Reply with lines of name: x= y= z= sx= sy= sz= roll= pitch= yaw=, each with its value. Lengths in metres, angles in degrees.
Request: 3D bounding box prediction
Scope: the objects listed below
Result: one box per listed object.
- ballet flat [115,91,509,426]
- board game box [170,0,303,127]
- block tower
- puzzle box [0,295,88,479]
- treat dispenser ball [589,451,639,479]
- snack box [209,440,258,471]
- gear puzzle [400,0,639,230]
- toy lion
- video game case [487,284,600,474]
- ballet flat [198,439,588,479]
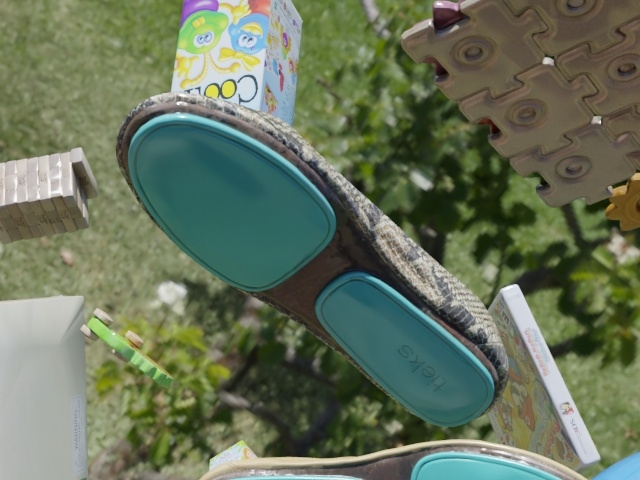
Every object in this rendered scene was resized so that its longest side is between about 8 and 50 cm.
ballet flat: x=0.000 y=0.000 z=1.203 sx=0.483 sy=0.164 sz=0.182 roll=39 pitch=27 yaw=-24
board game box: x=-0.123 y=-0.227 z=1.777 sx=0.144 sy=0.142 sz=0.275 roll=52 pitch=39 yaw=-62
block tower: x=-0.511 y=-0.049 z=1.852 sx=0.335 sy=0.091 sz=0.097 roll=-12 pitch=53 yaw=0
puzzle box: x=-0.362 y=0.275 z=1.504 sx=0.052 sy=0.408 sz=0.272 roll=-2 pitch=-1 yaw=12
treat dispenser ball: x=0.272 y=0.277 z=0.813 sx=0.288 sy=0.288 sz=0.288 roll=24 pitch=32 yaw=-16
snack box: x=-0.035 y=0.240 z=0.970 sx=0.141 sy=0.037 sz=0.100 roll=53 pitch=11 yaw=-22
gear puzzle: x=0.216 y=-0.104 z=0.935 sx=0.339 sy=0.175 sz=0.044 roll=40 pitch=37 yaw=-41
toy lion: x=-0.210 y=0.127 z=1.376 sx=0.096 sy=0.034 sz=0.100 roll=34 pitch=-8 yaw=40
video game case: x=0.228 y=0.181 z=1.381 sx=0.026 sy=0.227 sz=0.206 roll=-18 pitch=70 yaw=-13
ballet flat: x=0.044 y=0.147 z=0.682 sx=0.232 sy=0.080 sz=0.073 roll=3 pitch=-4 yaw=4
